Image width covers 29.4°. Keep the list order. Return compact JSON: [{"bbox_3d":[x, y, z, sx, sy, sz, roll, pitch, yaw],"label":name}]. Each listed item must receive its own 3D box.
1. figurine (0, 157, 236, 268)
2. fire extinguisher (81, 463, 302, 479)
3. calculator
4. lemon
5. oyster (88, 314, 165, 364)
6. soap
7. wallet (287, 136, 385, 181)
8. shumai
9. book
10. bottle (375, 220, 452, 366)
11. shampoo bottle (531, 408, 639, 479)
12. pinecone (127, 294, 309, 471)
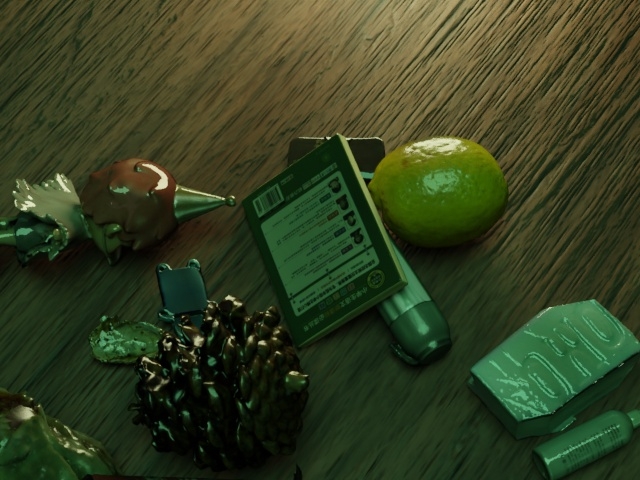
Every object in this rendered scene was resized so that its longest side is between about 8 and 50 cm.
[{"bbox_3d":[-0.323,-0.038,1.860,0.387,0.166,0.207,-8,22,-7],"label":"figurine"},{"bbox_3d":[-0.147,0.352,1.621,0.337,0.147,0.106,6,33,-27],"label":"fire extinguisher"},{"bbox_3d":[-0.204,0.093,1.848,0.094,0.019,0.141,-7,61,-17],"label":"calculator"},{"bbox_3d":[0.178,-0.072,1.841,0.207,0.170,0.170,-12,65,-1],"label":"lemon"},{"bbox_3d":[-0.281,0.158,1.822,0.132,0.029,0.086,23,73,9],"label":"oyster"},{"bbox_3d":[0.343,0.178,1.755,0.230,0.091,0.145,-37,69,-13],"label":"soap"},{"bbox_3d":[0.026,-0.130,1.953,0.156,0.018,0.082,3,64,5],"label":"wallet"},{"bbox_3d":[-0.383,0.337,1.638,0.260,0.222,0.225,30,67,10],"label":"shumai"},{"bbox_3d":[0.000,0.000,1.832,0.202,0.027,0.264,-33,63,22],"label":"book"},{"bbox_3d":[0.102,0.071,1.823,0.096,0.079,0.254,-39,66,13],"label":"bottle"},{"bbox_3d":[0.396,0.277,1.725,0.195,0.056,0.056,-24,66,-10],"label":"shampoo bottle"},{"bbox_3d":[-0.141,0.201,1.679,0.257,0.243,0.243,-3,64,-5],"label":"pinecone"}]
